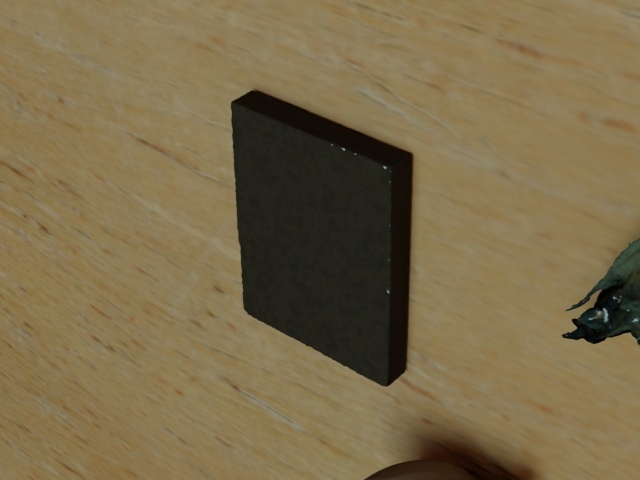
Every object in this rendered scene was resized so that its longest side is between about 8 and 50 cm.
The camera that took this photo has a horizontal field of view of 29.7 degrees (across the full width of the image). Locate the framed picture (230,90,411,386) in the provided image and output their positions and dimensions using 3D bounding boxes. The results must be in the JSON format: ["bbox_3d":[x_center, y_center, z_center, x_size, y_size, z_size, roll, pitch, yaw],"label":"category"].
[{"bbox_3d":[0.000,0.000,0.770,0.128,0.023,0.168,25,133,32],"label":"framed picture"}]

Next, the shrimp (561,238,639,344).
[{"bbox_3d":[0.232,0.052,0.540,0.198,0.051,0.262,54,139,1],"label":"shrimp"}]

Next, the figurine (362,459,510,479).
[{"bbox_3d":[0.065,0.202,0.768,0.125,0.138,0.125,-14,-90,-87],"label":"figurine"}]
